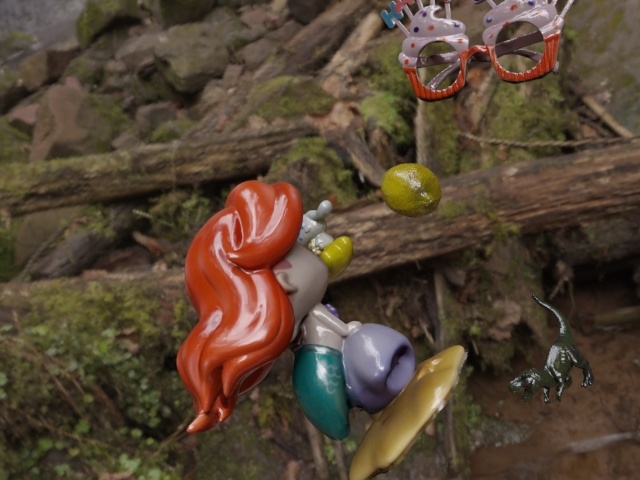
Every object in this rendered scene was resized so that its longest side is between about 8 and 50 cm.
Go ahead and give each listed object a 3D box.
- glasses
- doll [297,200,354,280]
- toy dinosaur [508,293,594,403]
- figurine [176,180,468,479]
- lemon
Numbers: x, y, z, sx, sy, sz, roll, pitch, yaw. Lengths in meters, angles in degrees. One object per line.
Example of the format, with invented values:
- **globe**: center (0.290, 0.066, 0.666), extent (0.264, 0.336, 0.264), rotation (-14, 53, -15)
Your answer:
- **glasses**: center (0.204, -0.265, 0.964), extent (0.255, 0.162, 0.095), rotation (-8, 6, 24)
- **doll**: center (0.002, -0.004, 1.136), extent (0.071, 0.135, 0.113), rotation (-28, 48, -33)
- **toy dinosaur**: center (0.410, 0.197, 1.422), extent (0.187, 0.179, 0.087), rotation (-25, -2, -37)
- **figurine**: center (-0.024, 0.087, 0.690), extent (0.208, 0.257, 0.181), rotation (-53, -4, 10)
- **lemon**: center (0.135, -0.074, 1.157), extent (0.082, 0.082, 0.110), rotation (-32, 24, -15)
